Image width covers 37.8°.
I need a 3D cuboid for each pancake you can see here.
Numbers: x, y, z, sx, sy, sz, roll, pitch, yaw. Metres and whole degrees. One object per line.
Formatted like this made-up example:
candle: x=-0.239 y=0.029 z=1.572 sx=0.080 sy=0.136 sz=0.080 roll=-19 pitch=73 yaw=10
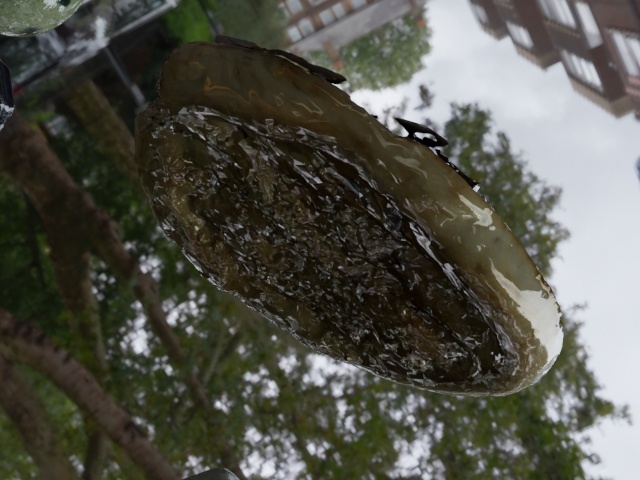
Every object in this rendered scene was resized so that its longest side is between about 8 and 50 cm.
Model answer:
pancake: x=0.001 y=-0.001 z=0.739 sx=0.382 sy=0.382 sz=0.071 roll=-5 pitch=-138 yaw=53

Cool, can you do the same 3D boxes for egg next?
egg: x=-0.367 y=-0.364 z=1.181 sx=0.228 sy=0.177 sz=0.177 roll=-47 pitch=-161 yaw=-8

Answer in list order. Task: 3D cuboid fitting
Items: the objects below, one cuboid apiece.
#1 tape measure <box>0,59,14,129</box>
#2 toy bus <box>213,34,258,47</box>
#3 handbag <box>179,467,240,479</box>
tape measure: x=-0.380 y=-0.133 z=0.750 sx=0.231 sy=0.149 sz=0.245 roll=-15 pitch=161 yaw=-1
toy bus: x=-0.134 y=-0.218 z=1.436 sx=0.092 sy=0.093 sz=0.409 roll=6 pitch=-152 yaw=-9
handbag: x=-0.155 y=0.368 z=0.939 sx=0.256 sy=0.219 sz=0.079 roll=-20 pitch=-172 yaw=-7
